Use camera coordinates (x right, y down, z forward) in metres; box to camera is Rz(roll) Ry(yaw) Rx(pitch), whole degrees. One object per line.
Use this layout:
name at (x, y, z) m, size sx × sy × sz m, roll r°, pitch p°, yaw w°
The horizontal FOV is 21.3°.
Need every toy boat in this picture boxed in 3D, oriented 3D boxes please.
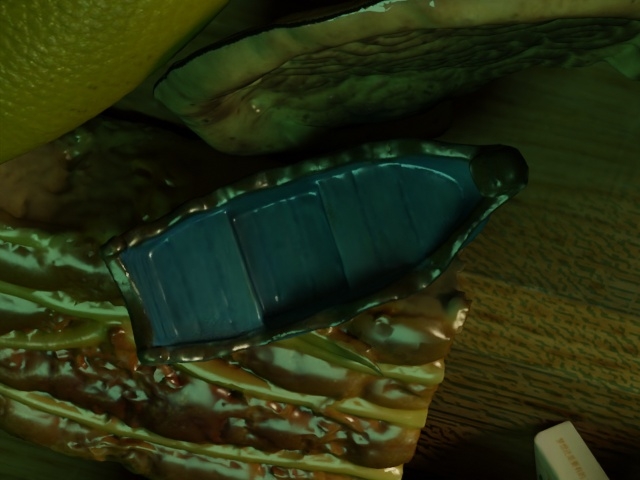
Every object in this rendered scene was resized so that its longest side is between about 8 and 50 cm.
toy boat at (0.000, 0.000, 0.739) m, size 0.185 × 0.075 × 0.077 m, roll -17°, pitch 178°, yaw -3°

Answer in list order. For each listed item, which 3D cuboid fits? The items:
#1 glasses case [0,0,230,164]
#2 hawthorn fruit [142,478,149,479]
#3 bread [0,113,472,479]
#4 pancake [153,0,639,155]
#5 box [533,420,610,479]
glasses case at (-0.128, -0.135, 0.664) m, size 0.173 × 0.141 × 0.371 m, roll 39°, pitch 135°, yaw -26°
hawthorn fruit at (-0.024, 0.345, 0.968) m, size 0.402 × 0.403 × 0.403 m, roll 9°, pitch 139°, yaw 8°
bread at (-0.076, 0.038, 0.867) m, size 0.274 × 0.114 × 0.185 m, roll 14°, pitch 140°, yaw -2°
pancake at (0.044, -0.072, 0.687) m, size 0.235 × 0.029 × 0.212 m, roll -16°, pitch 170°, yaw 39°
box at (0.169, 0.217, 0.990) m, size 0.032 × 0.122 × 0.220 m, roll -22°, pitch 136°, yaw -8°
